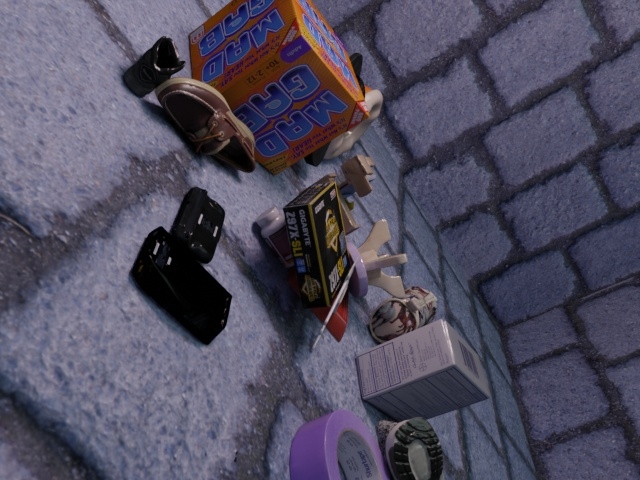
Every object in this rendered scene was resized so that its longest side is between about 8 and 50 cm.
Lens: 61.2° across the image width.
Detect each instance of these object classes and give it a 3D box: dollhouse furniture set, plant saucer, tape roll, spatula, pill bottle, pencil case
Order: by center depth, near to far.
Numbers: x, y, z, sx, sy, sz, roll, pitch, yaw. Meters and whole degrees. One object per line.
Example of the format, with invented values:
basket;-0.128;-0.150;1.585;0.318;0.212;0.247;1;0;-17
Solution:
tape roll;0.051;0.504;1.135;0.275;0.090;0.275;48;24;-30
spatula;0.040;0.170;1.407;0.019;0.168;0.242;27;44;3
pill bottle;-0.102;-0.010;1.431;0.152;0.086;0.086;56;21;-16
plant saucer;0.009;0.122;1.583;0.258;0.047;0.259;52;23;-24
dollhouse furniture set;0.130;-0.141;1.861;0.303;0.286;0.198;-16;78;-57
pencil case;0.311;0.260;1.927;0.160;0.183;0.410;64;20;8

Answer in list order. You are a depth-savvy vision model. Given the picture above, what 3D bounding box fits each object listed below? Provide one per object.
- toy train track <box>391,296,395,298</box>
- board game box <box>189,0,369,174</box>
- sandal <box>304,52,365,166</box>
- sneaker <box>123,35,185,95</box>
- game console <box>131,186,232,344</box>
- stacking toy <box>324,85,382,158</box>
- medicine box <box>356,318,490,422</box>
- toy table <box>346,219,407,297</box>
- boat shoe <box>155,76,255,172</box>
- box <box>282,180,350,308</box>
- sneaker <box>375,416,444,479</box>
toy train track;0.308;0.249;2.170;0.048;0.014;0.083;6;58;-65
board game box;-0.126;-0.491;1.600;0.356;0.356;0.357;37;32;-47
sandal;0.078;-0.451;1.911;0.167;0.106;0.446;58;54;-70
sneaker;-0.367;-0.425;1.279;0.087;0.130;0.228;54;20;-23
game console;-0.251;0.022;1.106;0.213;0.043;0.361;51;23;-29
stacking toy;-0.018;-0.598;2.204;0.480;0.351;0.350;44;19;8
medicine box;0.294;0.391;1.563;0.263;0.289;0.149;43;29;-40
toy table;0.160;0.076;1.684;0.274;0.160;0.253;-139;-145;-75
boat shoe;-0.266;-0.269;1.339;0.342;0.123;0.123;41;28;-58
box;0.000;0.000;1.410;0.322;0.079;0.257;-51;134;-71
sneaker;0.221;0.615;1.314;0.182;0.157;0.411;173;-92;-68
